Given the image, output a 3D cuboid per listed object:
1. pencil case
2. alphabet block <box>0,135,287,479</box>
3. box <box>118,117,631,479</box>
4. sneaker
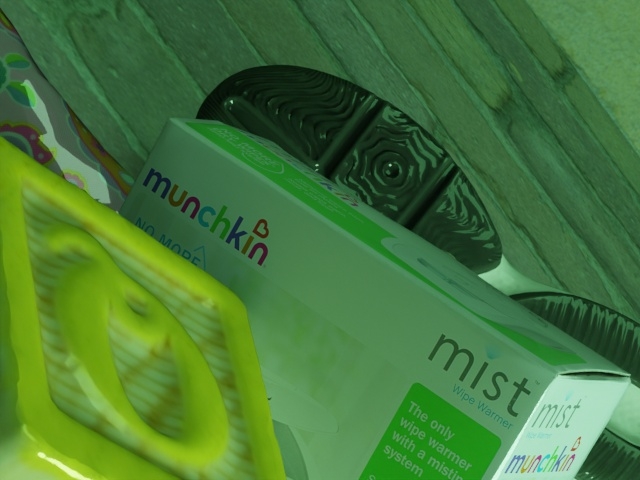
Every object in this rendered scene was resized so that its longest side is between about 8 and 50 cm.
[{"bbox_3d":[-0.220,-0.089,1.175,0.284,0.124,0.124,54,21,1],"label":"pencil case"},{"bbox_3d":[-0.150,0.104,0.903,0.193,0.197,0.192,35,28,-42],"label":"alphabet block"},{"bbox_3d":[-0.009,0.099,1.047,0.262,0.231,0.127,35,12,25],"label":"box"},{"bbox_3d":[0.063,0.058,1.518,0.447,0.169,0.257,39,-19,-5],"label":"sneaker"}]
